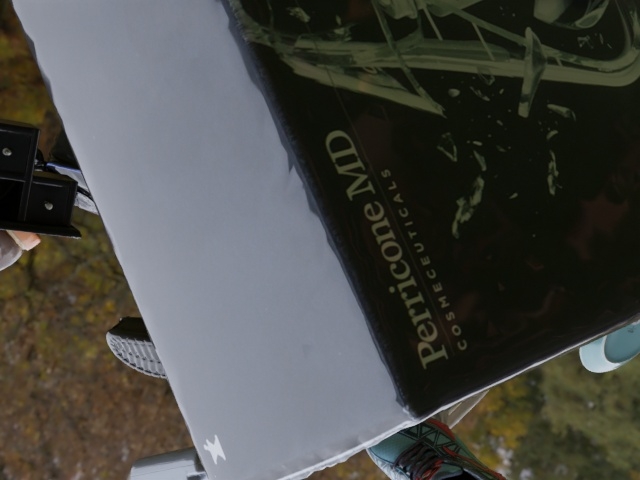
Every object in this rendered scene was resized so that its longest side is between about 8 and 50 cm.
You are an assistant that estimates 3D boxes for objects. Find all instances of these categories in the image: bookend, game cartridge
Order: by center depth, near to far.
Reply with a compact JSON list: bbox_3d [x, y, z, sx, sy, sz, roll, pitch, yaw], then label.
[{"bbox_3d":[-0.399,-0.092,1.559,0.157,0.156,0.072,8,-171,-30],"label":"bookend"},{"bbox_3d":[-0.112,0.313,1.640,0.297,0.062,0.198,-1,170,-42],"label":"game cartridge"}]

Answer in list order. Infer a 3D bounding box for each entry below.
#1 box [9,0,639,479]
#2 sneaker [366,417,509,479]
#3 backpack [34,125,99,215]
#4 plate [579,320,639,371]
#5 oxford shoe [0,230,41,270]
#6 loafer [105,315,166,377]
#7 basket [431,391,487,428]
[{"bbox_3d":[0.071,-0.112,0.939,0.472,0.297,0.480,-18,-101,-35],"label":"box"},{"bbox_3d":[0.159,0.300,1.486,0.262,0.104,0.125,28,176,30],"label":"sneaker"},{"bbox_3d":[-0.318,-0.116,1.922,0.276,0.213,0.263,24,162,3],"label":"backpack"},{"bbox_3d":[0.498,0.141,1.842,0.188,0.188,0.024,14,-158,-41],"label":"plate"},{"bbox_3d":[-0.660,-0.098,2.009,0.363,0.133,0.130,48,173,4],"label":"oxford shoe"},{"bbox_3d":[-0.144,0.115,1.361,0.220,0.080,0.078,4,-130,3],"label":"loafer"},{"bbox_3d":[0.145,0.189,1.661,0.167,0.113,0.103,49,165,-2],"label":"basket"}]
